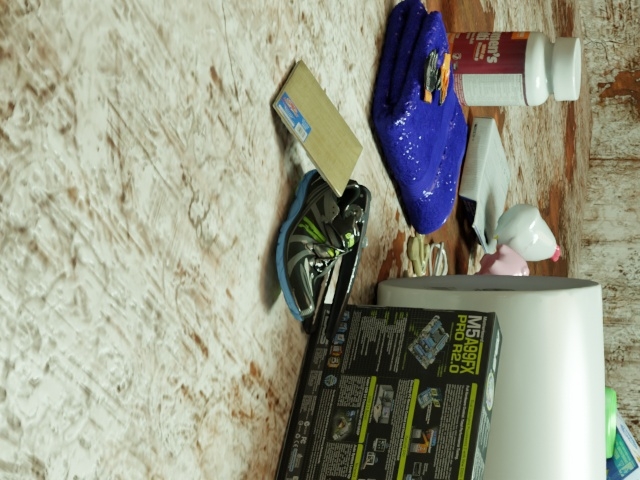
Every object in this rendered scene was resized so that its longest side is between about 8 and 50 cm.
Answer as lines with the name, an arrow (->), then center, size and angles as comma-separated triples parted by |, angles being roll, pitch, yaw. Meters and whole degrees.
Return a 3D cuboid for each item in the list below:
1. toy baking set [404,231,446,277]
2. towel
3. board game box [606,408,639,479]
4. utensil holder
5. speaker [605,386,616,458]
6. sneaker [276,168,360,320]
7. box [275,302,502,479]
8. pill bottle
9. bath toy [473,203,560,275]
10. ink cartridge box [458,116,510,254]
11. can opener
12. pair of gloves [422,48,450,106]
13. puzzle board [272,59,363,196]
toy baking set -> 0.171, 0.081, 1.910 | 0.256, 0.030, 0.196 | 44, 50, -66
towel -> 0.154, -0.174, 1.758 | 0.308, 0.076, 0.227 | 61, 35, -57
board game box -> 0.391, 0.412, 2.066 | 0.066, 0.318, 0.318 | 43, 13, -18
utensil holder -> 0.231, 0.247, 1.652 | 0.327, 0.328, 0.385 | -7, 98, -71
speaker -> 0.323, 0.284, 1.968 | 0.131, 0.297, 0.131 | 2, 90, -72
sneaker -> 0.000, 0.000, 1.309 | 0.067, 0.078, 0.188 | 75, 26, -52
box -> 0.077, 0.201, 1.348 | 0.060, 0.216, 0.270 | 67, 30, -53
pill bottle -> 0.306, -0.279, 1.972 | 0.121, 0.221, 0.121 | 2, 90, -72
bath toy -> 0.325, 0.092, 2.149 | 0.151, 0.129, 0.348 | -38, -161, 57
ink cartridge box -> 0.302, -0.080, 2.261 | 0.223, 0.045, 0.224 | 57, 41, -59
can opener -> 0.022, 0.023, 1.396 | 0.073, 0.059, 0.186 | 81, 18, -80
pair of gloves -> 0.157, -0.221, 1.652 | 0.083, 0.010, 0.074 | -5, 102, -64
puzzle board -> -0.003, -0.122, 1.321 | 0.128, 0.011, 0.096 | 53, 36, -23
